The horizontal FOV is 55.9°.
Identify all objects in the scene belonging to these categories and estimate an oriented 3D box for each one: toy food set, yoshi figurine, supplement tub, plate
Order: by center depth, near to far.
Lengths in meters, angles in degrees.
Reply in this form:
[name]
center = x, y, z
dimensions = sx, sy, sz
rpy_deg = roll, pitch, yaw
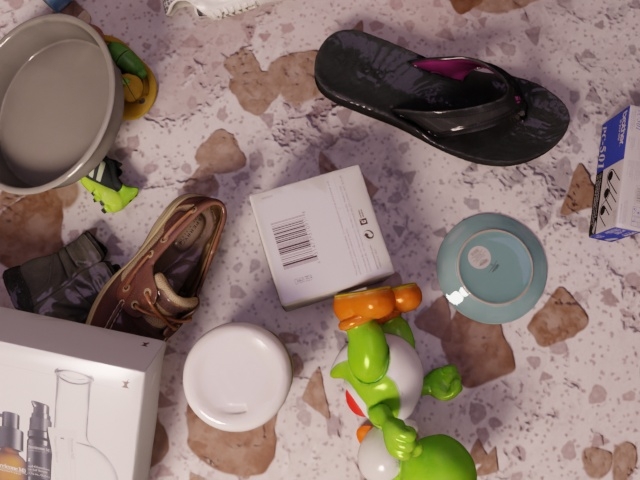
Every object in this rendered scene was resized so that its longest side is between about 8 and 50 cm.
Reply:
[supplement tub]
center = -0.112, 0.194, 0.880
dimensions = 0.144, 0.199, 0.144
rpy_deg = 0, 80, -1
[yoshi figurine]
center = 0.136, 0.244, 0.887
dimensions = 0.204, 0.203, 0.362
rpy_deg = -8, 84, -10
[plate]
center = 0.288, 0.045, 1.006
dimensions = 0.188, 0.024, 0.188
rpy_deg = 0, 81, -1
[toy food set]
center = -0.379, -0.299, 1.021
dimensions = 0.218, 0.071, 0.128
rpy_deg = 44, 82, 6

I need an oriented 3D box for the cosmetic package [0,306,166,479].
[cosmetic package]
center = -0.429, 0.245, 0.856
dimensions = 0.377, 0.097, 0.284
rpy_deg = 11, 107, 1

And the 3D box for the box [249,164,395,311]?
[box]
center = 0.000, 0.000, 0.957
dimensions = 0.182, 0.119, 0.180
rpy_deg = -17, 81, -5

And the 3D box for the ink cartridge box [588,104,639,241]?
[ink cartridge box]
center = 0.499, -0.108, 1.001
dimensions = 0.046, 0.097, 0.207
rpy_deg = 12, 81, 1

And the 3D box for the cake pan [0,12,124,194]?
[cake pan]
center = -0.433, -0.211, 0.957
dimensions = 0.293, 0.054, 0.293
rpy_deg = -3, 81, 19

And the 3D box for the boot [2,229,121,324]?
[boot]
center = -0.376, 0.115, 0.951
dimensions = 0.161, 0.083, 0.246
rpy_deg = -25, 84, -12

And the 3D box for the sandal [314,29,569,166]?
[sandal]
center = 0.203, -0.242, 1.010
dimensions = 0.446, 0.107, 0.167
rpy_deg = 16, 80, 1

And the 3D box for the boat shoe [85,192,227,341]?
[boat shoe]
center = -0.244, 0.079, 0.918
dimensions = 0.123, 0.123, 0.342
rpy_deg = 38, 75, -28

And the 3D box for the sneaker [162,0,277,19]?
[sneaker]
center = -0.158, -0.430, 1.053
dimensions = 0.235, 0.090, 0.094
rpy_deg = 5, 93, 3

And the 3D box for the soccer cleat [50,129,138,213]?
[soccer cleat]
center = -0.377, -0.122, 1.004
dimensions = 0.072, 0.060, 0.179
rpy_deg = -39, 83, -27

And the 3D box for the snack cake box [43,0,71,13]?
[snack cake box]
center = -0.404, -0.533, 1.021
dimensions = 0.089, 0.152, 0.264
rpy_deg = 43, 82, 5
